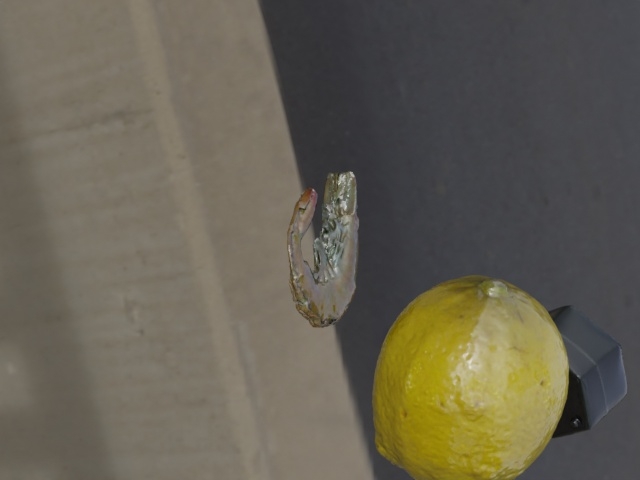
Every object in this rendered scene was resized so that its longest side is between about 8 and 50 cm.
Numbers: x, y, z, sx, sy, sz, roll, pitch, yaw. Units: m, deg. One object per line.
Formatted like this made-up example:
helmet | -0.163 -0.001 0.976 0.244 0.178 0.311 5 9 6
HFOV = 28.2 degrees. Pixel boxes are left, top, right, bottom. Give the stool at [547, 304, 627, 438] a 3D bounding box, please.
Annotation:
stool | 0.443 0.243 2.354 0.141 0.232 0.232 -34 111 -32

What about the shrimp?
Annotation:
shrimp | -0.001 0.000 1.777 0.173 0.058 0.253 35 51 -50

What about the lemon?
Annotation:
lemon | 0.188 0.190 1.633 0.245 0.245 0.319 -23 132 -53
